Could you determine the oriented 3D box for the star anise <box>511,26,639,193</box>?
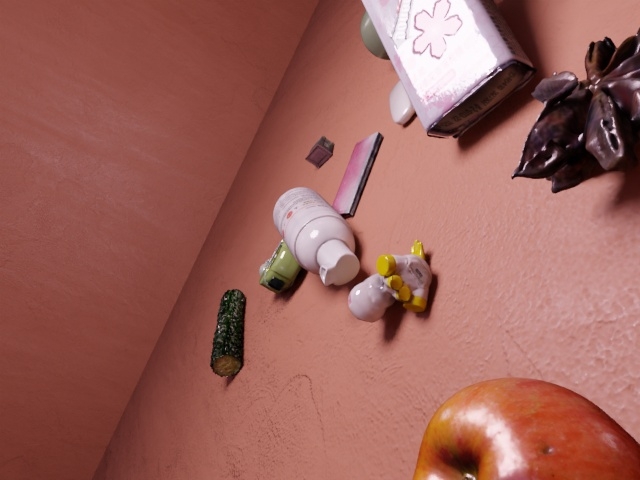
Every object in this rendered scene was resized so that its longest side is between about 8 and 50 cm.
[{"bbox_3d":[0.322,-0.149,0.488,0.212,0.129,0.283,-32,28,42],"label":"star anise"}]

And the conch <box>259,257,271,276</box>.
[{"bbox_3d":[-0.141,0.092,1.326,0.085,0.056,0.076,31,75,39],"label":"conch"}]

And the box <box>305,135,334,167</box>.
[{"bbox_3d":[0.000,-0.292,1.445,0.084,0.060,0.063,-39,27,47],"label":"box"}]

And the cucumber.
[{"bbox_3d":[-0.290,0.267,1.407,0.096,0.096,0.359,-54,24,22],"label":"cucumber"}]

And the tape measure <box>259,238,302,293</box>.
[{"bbox_3d":[-0.095,0.064,1.208,0.177,0.087,0.154,-63,10,-4],"label":"tape measure"}]

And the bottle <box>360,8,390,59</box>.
[{"bbox_3d":[0.207,-0.557,1.058,0.168,0.168,0.347,-61,10,4],"label":"bottle"}]

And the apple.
[{"bbox_3d":[0.162,0.220,0.357,0.209,0.164,0.209,-50,22,30],"label":"apple"}]

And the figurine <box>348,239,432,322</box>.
[{"bbox_3d":[0.112,0.081,0.750,0.178,0.109,0.129,-44,2,40],"label":"figurine"}]

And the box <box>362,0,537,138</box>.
[{"bbox_3d":[0.212,-0.379,0.791,0.190,0.112,0.370,-38,66,46],"label":"box"}]

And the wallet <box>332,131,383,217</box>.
[{"bbox_3d":[0.087,-0.164,1.145,0.119,0.025,0.232,-7,59,64],"label":"wallet"}]

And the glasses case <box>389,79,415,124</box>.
[{"bbox_3d":[0.199,-0.339,1.072,0.063,0.041,0.164,-44,28,35],"label":"glasses case"}]

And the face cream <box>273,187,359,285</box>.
[{"bbox_3d":[0.000,0.000,0.996,0.145,0.145,0.370,-58,28,12],"label":"face cream"}]
